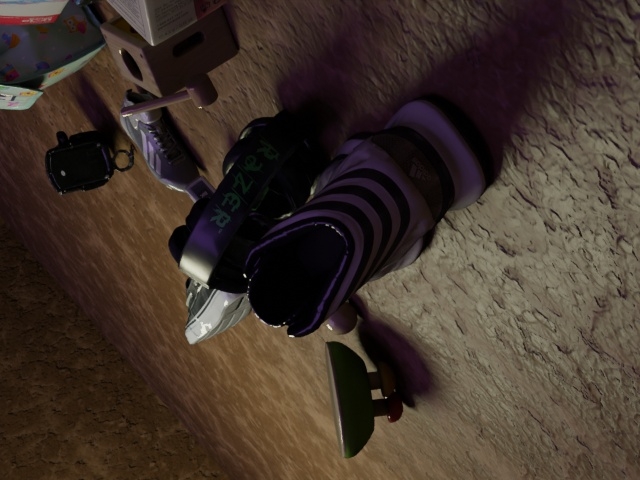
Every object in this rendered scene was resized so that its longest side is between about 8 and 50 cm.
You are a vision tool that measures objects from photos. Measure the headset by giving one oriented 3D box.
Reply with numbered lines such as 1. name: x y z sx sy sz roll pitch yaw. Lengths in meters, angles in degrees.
1. headset: -0.073 -0.030 1.566 0.185 0.243 0.394 34 175 1

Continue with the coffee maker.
1. coffee maker: -0.467 -0.158 2.388 0.178 0.171 0.120 -125 44 -77

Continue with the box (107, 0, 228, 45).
1. box: -0.207 -0.378 1.409 0.148 0.127 0.232 46 159 24

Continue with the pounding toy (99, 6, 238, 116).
1. pounding toy: -0.204 -0.246 1.540 0.206 0.181 0.094 33 151 48

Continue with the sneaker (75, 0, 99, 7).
1. sneaker: -0.330 -0.418 1.736 0.087 0.083 0.221 66 157 8

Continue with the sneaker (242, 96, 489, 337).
1. sneaker: -0.001 -0.001 1.350 0.169 0.257 0.447 53 161 4

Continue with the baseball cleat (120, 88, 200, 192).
1. baseball cleat: -0.278 -0.173 2.013 0.206 0.072 0.109 46 153 14

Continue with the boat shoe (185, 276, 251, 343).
1. boat shoe: -0.200 0.101 2.255 0.119 0.121 0.335 59 151 11

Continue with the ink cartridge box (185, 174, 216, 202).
1. ink cartridge box: -0.111 0.013 1.885 0.208 0.045 0.206 45 174 29

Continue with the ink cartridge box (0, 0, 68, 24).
1. ink cartridge box: -0.423 -0.449 1.676 0.306 0.131 0.226 176 91 -67

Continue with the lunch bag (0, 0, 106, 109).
1. lunch bag: -0.521 -0.323 2.045 0.160 0.262 0.223 58 160 -10

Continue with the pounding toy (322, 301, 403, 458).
1. pounding toy: 0.070 0.214 1.831 0.183 0.110 0.237 100 162 -79
